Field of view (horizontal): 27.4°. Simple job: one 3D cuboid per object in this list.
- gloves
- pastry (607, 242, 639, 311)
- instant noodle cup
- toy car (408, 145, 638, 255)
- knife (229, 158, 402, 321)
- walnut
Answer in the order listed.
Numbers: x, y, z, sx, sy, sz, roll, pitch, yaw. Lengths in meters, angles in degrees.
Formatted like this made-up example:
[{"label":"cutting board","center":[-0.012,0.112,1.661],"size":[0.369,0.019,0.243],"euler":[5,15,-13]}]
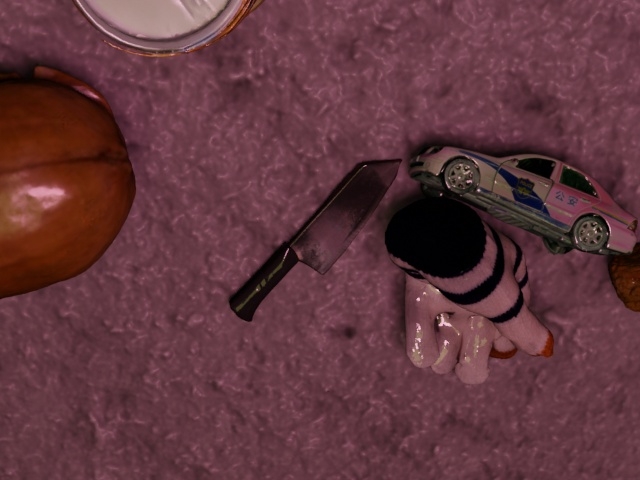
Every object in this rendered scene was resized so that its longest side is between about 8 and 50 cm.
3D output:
[{"label":"gloves","center":[0.146,0.049,1.283],"size":[0.140,0.131,0.219],"euler":[-10,152,21]},{"label":"pastry","center":[0.334,0.032,1.284],"size":[0.109,0.097,0.057],"euler":[-27,103,-25]},{"label":"instant noodle cup","center":[-0.127,-0.259,1.116],"size":[0.215,0.172,0.216],"euler":[0,114,-1]},{"label":"toy car","center":[0.195,-0.046,1.255],"size":[0.224,0.090,0.076],"euler":[23,85,-8]},{"label":"knife","center":[0.000,0.000,1.310],"size":[0.060,0.028,0.230],"euler":[36,105,-27]},{"label":"walnut","center":[-0.327,-0.034,1.195],"size":[0.336,0.209,0.209],"euler":[-22,111,12]}]
